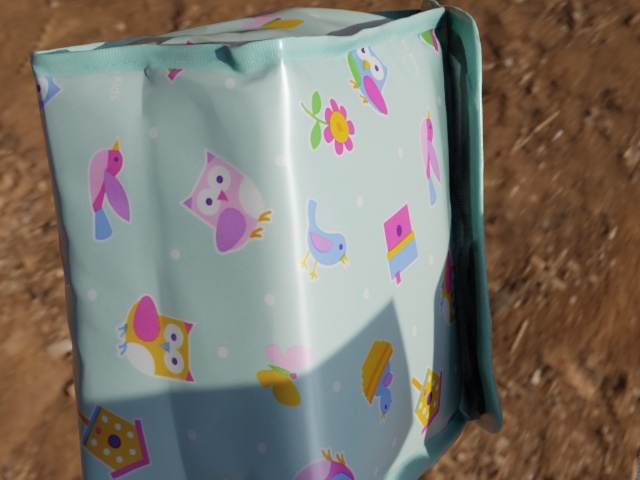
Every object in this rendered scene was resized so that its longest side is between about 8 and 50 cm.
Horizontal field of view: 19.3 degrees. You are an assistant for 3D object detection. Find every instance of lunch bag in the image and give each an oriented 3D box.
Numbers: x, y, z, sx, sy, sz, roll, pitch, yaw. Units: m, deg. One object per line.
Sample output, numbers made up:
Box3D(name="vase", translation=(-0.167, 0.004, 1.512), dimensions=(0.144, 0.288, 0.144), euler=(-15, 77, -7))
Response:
Box3D(name="lunch bag", translation=(0.000, 0.000, 0.899), dimensions=(0.160, 0.262, 0.223), euler=(0, 99, 29))

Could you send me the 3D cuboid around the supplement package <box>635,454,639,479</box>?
Box3D(name="supplement package", translation=(0.306, 0.081, 0.815), dimensions=(0.263, 0.198, 0.199), euler=(32, 137, -15))
